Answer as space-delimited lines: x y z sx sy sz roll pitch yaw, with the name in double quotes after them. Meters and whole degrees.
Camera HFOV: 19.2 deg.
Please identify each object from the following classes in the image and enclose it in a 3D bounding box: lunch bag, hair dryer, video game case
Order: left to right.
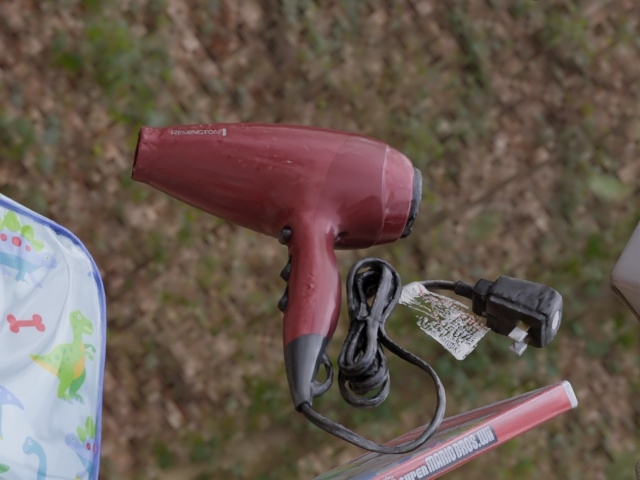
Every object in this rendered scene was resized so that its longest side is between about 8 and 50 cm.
-0.199 0.042 0.869 0.219 0.090 0.176 29 46 -41 "lunch bag"
0.000 0.000 1.196 0.293 0.080 0.224 33 33 23 "hair dryer"
0.034 0.183 1.438 0.204 0.285 0.025 -26 -94 55 "video game case"

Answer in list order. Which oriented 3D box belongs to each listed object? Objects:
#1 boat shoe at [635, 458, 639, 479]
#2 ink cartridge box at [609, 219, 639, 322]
0.194 0.120 0.959 0.068 0.072 0.190 -39 135 -57 "boat shoe"
0.229 -0.044 0.559 0.224 0.223 0.045 18 -17 43 "ink cartridge box"
